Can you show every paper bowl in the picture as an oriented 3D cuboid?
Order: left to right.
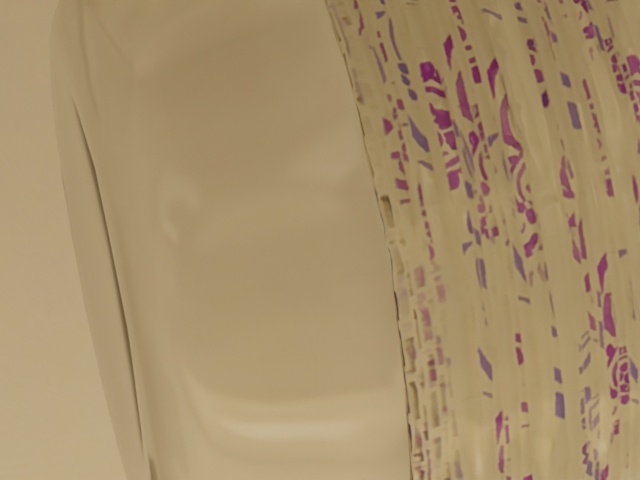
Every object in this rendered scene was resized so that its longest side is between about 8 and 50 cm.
[{"bbox_3d":[0.000,0.000,0.571,0.148,0.284,0.284,-12,-97,-11],"label":"paper bowl"}]
